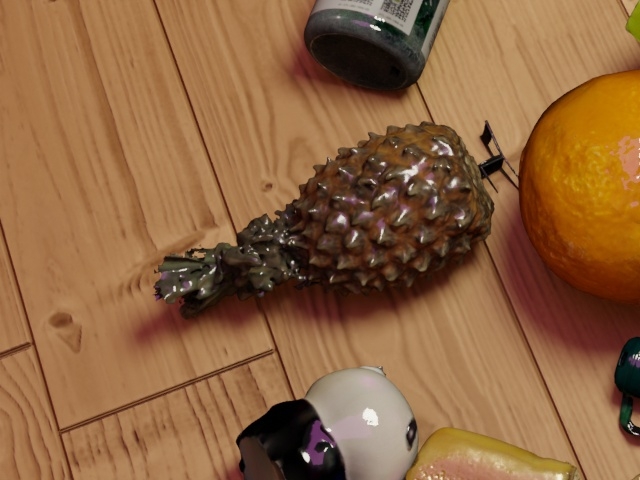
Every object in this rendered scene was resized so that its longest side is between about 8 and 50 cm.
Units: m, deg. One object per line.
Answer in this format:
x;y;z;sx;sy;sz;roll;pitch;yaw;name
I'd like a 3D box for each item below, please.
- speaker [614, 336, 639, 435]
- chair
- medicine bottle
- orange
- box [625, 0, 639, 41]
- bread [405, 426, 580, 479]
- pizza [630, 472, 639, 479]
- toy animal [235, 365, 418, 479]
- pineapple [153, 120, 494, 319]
0.334;0.150;1.726;0.075;0.060;0.094;18;106;17;speaker
0.183;-0.085;1.861;0.042;0.037;0.086;-22;68;-13;chair
0.092;-0.324;1.927;0.141;0.141;0.293;15;70;16;medicine bottle
0.321;-0.055;1.712;0.246;0.246;0.246;-4;65;8;orange
0.495;-0.155;1.778;0.187;0.047;0.335;-21;55;-43;box
0.166;0.264;1.680;0.173;0.085;0.134;17;73;15;bread
0.359;0.277;1.668;0.181;0.034;0.262;21;72;18;pizza
0.017;0.216;1.703;0.179;0.138;0.166;-29;55;-14;toy animal
0.000;0.000;1.803;0.361;0.175;0.175;-24;64;13;pineapple
